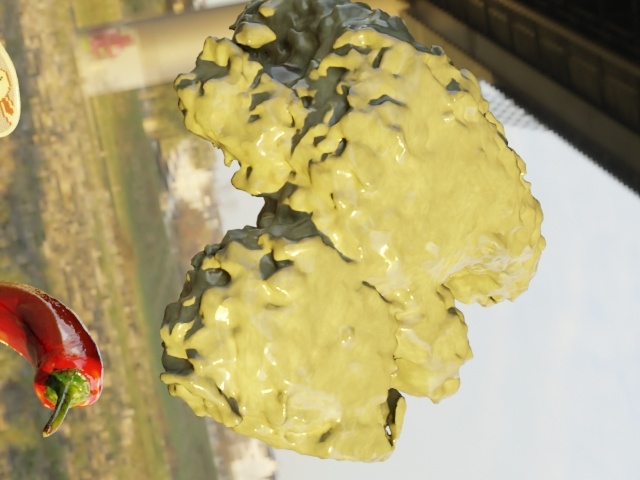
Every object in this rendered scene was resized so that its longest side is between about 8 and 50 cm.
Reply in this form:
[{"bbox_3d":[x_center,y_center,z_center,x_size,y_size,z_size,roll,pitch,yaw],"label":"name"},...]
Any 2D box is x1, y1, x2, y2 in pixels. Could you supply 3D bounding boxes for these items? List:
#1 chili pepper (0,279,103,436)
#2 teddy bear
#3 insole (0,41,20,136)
[{"bbox_3d":[-0.348,0.123,1.524,0.368,0.137,0.092,27,-40,47],"label":"chili pepper"},{"bbox_3d":[0.000,0.000,1.030,0.357,0.367,0.224,49,-24,-13],"label":"teddy bear"},{"bbox_3d":[-0.363,-0.203,1.372,0.004,0.065,0.197,-90,169,-69],"label":"insole"}]
